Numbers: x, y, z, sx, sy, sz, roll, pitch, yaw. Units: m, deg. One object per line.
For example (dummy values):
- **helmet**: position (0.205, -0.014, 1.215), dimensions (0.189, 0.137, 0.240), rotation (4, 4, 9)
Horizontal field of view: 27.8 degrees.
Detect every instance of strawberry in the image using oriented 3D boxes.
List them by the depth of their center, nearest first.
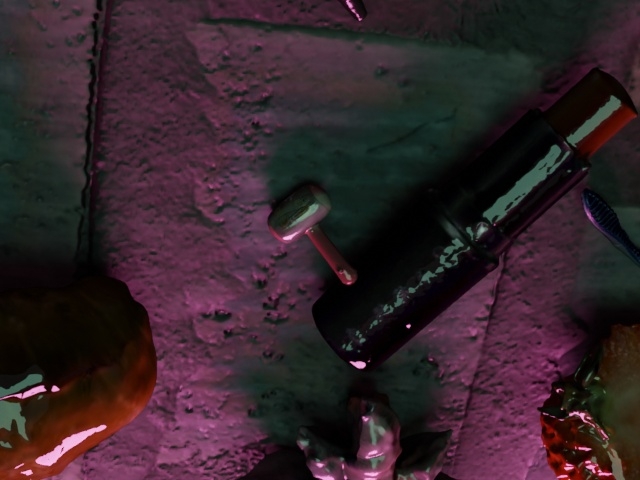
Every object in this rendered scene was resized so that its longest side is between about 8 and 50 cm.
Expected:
- **strawberry**: position (0.275, 0.157, 1.120), dimensions (0.236, 0.106, 0.175), rotation (33, 72, -27)

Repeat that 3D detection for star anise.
- **star anise**: position (0.033, 0.220, 1.106), dimensions (0.229, 0.093, 0.236), rotation (5, 120, -14)

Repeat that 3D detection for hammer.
- **hammer**: position (0.000, 0.000, 0.991), dimensions (0.052, 0.031, 0.083), rotation (-38, 88, 14)

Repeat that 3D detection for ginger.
- **ginger**: position (-0.278, 0.102, 0.937), dimensions (0.321, 0.172, 0.165), rotation (6, 156, -15)

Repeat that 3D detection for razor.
- **razor**: position (0.262, 0.005, 1.064), dimensions (0.154, 0.044, 0.028), rotation (33, 135, -24)

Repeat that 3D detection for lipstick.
- **lipstick**: position (0.117, -0.016, 0.993), dimensions (0.081, 0.081, 0.299), rotation (38, 107, -27)

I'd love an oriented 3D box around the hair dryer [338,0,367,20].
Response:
- **hair dryer**: position (-0.042, -0.216, 0.871), dimensions (0.173, 0.050, 0.195), rotation (-21, 125, 5)
